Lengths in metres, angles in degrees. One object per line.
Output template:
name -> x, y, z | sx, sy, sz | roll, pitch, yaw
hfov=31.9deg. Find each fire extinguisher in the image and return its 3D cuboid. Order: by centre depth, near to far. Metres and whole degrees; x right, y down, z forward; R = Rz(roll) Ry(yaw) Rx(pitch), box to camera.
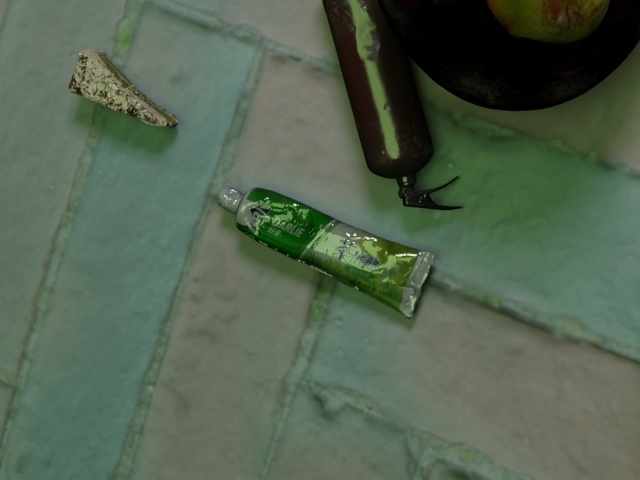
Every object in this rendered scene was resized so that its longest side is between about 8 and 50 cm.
fire extinguisher -> 0.072, -0.152, 1.138 | 0.089, 0.072, 0.267 | -15, 89, -14

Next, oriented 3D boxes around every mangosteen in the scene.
mangosteen -> 0.175, -0.255, 0.959 | 0.275, 0.302, 0.274 | 0, 86, -4

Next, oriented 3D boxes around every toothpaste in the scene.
toothpaste -> 0.000, 0.000, 1.192 | 0.248, 0.047, 0.078 | 25, 106, 16

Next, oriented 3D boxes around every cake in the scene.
cake -> -0.224, -0.156, 1.262 | 0.140, 0.051, 0.055 | 41, 108, 15
